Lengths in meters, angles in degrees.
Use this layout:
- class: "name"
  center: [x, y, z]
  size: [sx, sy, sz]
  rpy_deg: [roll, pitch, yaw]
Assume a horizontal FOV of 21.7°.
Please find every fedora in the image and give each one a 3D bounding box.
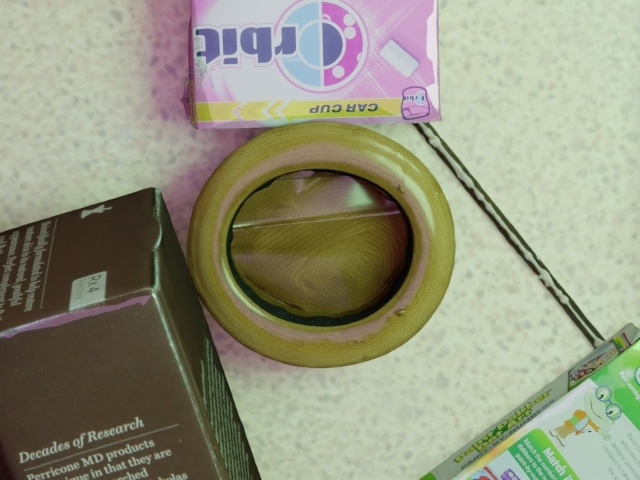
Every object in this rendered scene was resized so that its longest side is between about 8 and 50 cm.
- class: "fedora"
  center: [0.000, 0.000, 1.227]
  size: [0.194, 0.079, 0.194]
  rpy_deg: [0, 98, -2]

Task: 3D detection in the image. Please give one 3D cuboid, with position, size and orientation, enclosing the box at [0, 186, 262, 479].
- class: "box"
  center: [-0.115, 0.179, 1.154]
  size: [0.143, 0.191, 0.381]
  rpy_deg: [-15, 111, 1]

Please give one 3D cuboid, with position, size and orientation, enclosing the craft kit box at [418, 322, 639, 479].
- class: "craft kit box"
  center: [0.216, 0.234, 1.283]
  size: [0.246, 0.061, 0.250]
  rpy_deg: [-36, 98, 6]

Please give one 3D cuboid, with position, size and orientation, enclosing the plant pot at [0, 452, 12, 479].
- class: "plant pot"
  center: [-0.263, 0.228, 1.194]
  size: [0.167, 0.165, 0.167]
  rpy_deg: [1, 108, 4]

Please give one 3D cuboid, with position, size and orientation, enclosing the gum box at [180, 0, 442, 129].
- class: "gum box"
  center: [-0.009, -0.138, 1.214]
  size: [0.188, 0.062, 0.107]
  rpy_deg: [-2, 98, -2]
